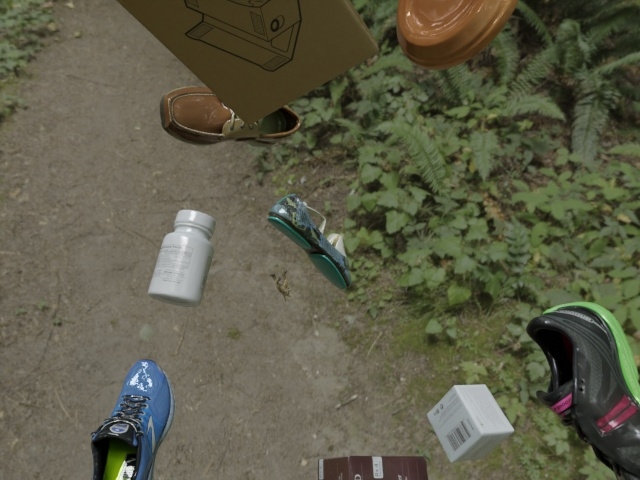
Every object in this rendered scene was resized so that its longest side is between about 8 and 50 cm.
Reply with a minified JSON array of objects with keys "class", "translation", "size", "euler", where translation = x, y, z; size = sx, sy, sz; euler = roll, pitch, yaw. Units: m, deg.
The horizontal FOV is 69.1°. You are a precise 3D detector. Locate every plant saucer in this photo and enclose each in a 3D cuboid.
[{"class":"plant saucer","translation":[0.177,-0.338,0.635],"size":[0.037,0.200,0.200],"euler":[8,37,-41]}]

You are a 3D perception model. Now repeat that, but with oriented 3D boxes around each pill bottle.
[{"class":"pill bottle","translation":[-0.345,0.045,1.189],"size":[0.131,0.131,0.229],"euler":[9,70,2]}]

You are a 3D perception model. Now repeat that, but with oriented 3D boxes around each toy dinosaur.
[{"class":"toy dinosaur","translation":[-0.116,0.143,1.412],"size":[0.053,0.183,0.092],"euler":[-15,79,-5]}]

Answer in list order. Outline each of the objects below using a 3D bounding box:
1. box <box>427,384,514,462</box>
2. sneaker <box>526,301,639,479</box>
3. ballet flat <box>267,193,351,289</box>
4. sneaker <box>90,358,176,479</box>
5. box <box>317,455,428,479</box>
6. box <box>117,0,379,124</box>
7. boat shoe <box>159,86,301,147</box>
[{"class":"box","translation":[0.274,0.336,0.859],"size":[0.087,0.101,0.102],"euler":[9,36,-28]},{"class":"sneaker","translation":[0.541,0.348,0.903],"size":[0.202,0.185,0.482],"euler":[-3,49,-6]},{"class":"ballet flat","translation":[0.000,0.000,0.721],"size":[0.070,0.188,0.070],"euler":[-29,33,21]},{"class":"sneaker","translation":[-0.384,0.391,0.958],"size":[0.130,0.147,0.330],"euler":[-2,47,-5]},{"class":"box","translation":[0.116,0.579,1.045],"size":[0.203,0.167,0.168],"euler":[11,61,-22]},{"class":"box","translation":[-0.070,-0.202,0.403],"size":[0.164,0.201,0.021],"euler":[-18,50,31]},{"class":"boat shoe","translation":[-0.172,-0.265,0.977],"size":[0.120,0.122,0.324],"euler":[-1,8,40]}]
